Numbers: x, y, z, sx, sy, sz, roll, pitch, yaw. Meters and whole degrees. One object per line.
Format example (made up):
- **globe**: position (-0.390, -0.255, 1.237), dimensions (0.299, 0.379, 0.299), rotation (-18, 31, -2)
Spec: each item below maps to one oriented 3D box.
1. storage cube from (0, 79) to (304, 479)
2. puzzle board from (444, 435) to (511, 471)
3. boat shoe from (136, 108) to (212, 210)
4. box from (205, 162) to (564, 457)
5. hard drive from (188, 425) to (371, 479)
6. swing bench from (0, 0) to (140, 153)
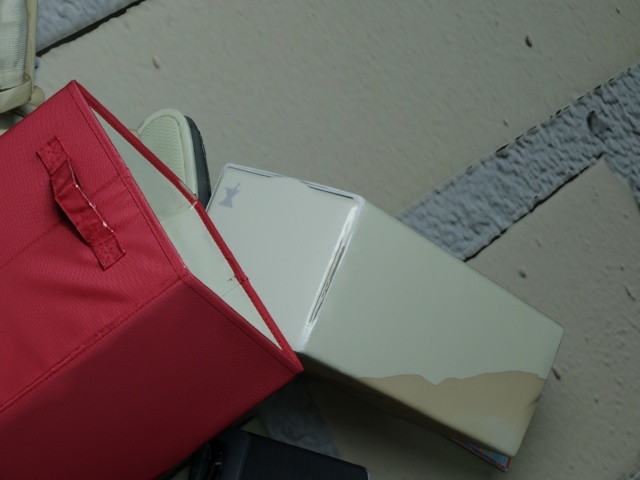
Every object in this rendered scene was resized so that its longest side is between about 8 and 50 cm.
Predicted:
- **storage cube**: position (-0.162, 0.046, 1.255), dimensions (0.184, 0.193, 0.215), rotation (56, 7, 33)
- **puzzle board**: position (0.151, 0.129, 1.676), dimensions (0.096, 0.011, 0.128), rotation (33, 64, -28)
- **boat shoe**: position (-0.109, 0.015, 1.465), dimensions (0.079, 0.084, 0.233), rotation (9, 73, -56)
- **box**: position (0.043, 0.058, 1.456), dimensions (0.311, 0.148, 0.121), rotation (30, 80, -48)
- **hard drive**: position (-0.039, 0.282, 1.473), dimensions (0.172, 0.054, 0.255), rotation (21, 69, -33)
- **swing bench**: position (-0.264, -0.188, 1.276), dimensions (0.254, 0.165, 0.253), rotation (-7, 110, -35)
